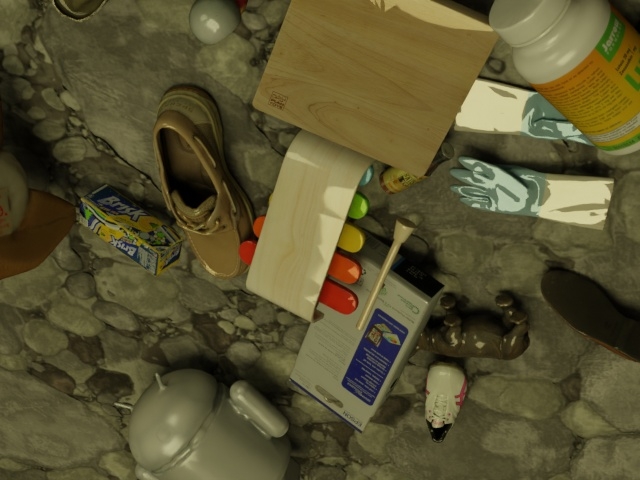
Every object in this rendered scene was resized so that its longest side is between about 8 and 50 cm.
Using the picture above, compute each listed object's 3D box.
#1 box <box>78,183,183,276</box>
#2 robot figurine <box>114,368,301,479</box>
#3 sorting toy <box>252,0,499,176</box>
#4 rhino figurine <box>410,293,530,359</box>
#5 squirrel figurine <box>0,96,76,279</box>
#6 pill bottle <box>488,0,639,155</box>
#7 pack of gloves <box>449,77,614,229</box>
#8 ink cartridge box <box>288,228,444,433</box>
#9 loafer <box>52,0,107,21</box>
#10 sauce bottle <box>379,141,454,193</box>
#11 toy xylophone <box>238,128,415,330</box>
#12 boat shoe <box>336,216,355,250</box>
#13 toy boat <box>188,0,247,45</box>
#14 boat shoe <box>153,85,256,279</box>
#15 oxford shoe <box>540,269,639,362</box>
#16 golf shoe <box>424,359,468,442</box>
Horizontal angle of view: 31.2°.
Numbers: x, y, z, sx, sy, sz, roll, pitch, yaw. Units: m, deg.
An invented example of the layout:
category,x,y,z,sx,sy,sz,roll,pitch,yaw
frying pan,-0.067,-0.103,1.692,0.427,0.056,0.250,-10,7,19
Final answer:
category,x,y,z,sx,sy,sz,roll,pitch,yaw
box,-0.298,-0.017,1.796,0.169,0.059,0.054,34,134,19
robot figurine,-0.195,0.364,2.030,0.300,0.200,0.353,-41,111,21
sorting toy,0.074,-0.248,1.526,0.257,0.089,0.255,23,131,-4
rhino figurine,0.217,0.146,1.825,0.243,0.073,0.106,-2,133,20
squirrel figurine,-0.633,-0.020,1.716,0.370,0.397,0.281,1,140,31
pill bottle,0.325,-0.226,1.422,0.245,0.136,0.136,36,129,-28
pack of gloves,0.300,-0.128,1.608,0.232,0.046,0.195,10,116,7
ink cartridge box,0.067,0.151,1.842,0.165,0.065,0.333,35,132,14
loafer,-0.294,-0.377,1.488,0.094,0.087,0.251,29,131,-10
sauce bottle,0.138,-0.105,1.642,0.042,0.042,0.128,40,141,-18
toy xylophone,0.009,-0.003,1.676,0.236,0.081,0.323,34,119,11
boat shoe,0.000,0.001,1.778,0.060,0.064,0.178,13,132,-42
toy boat,-0.101,-0.399,1.408,0.267,0.148,0.318,15,131,2
boat shoe,-0.186,-0.062,1.734,0.121,0.110,0.341,-3,128,17
oxford shoe,0.419,0.123,1.760,0.212,0.076,0.076,37,169,-3
golf shoe,0.206,0.265,1.895,0.067,0.086,0.186,5,144,9
